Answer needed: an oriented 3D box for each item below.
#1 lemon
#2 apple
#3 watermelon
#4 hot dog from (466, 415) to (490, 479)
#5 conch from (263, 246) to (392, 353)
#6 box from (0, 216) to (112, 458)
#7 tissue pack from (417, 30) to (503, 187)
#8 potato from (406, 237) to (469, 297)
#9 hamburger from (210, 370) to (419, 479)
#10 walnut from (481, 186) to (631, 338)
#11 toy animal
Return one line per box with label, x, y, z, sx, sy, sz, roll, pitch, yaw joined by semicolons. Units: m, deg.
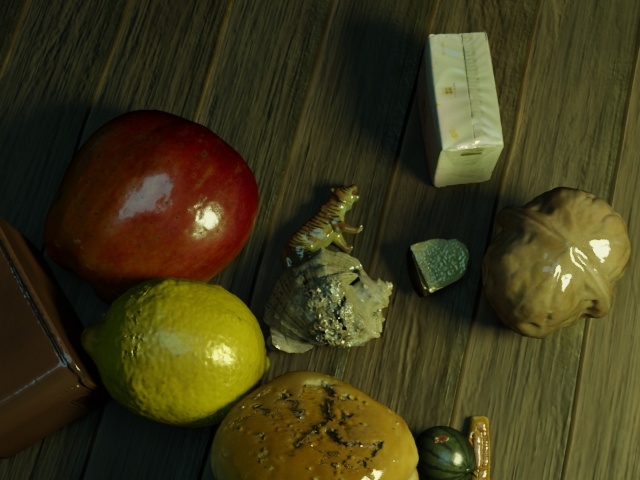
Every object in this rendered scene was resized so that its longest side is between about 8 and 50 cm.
lemon;-0.236;0.183;1.663;0.320;0.245;0.245;13;72;-16
apple;-0.314;-0.059;1.819;0.365;0.295;0.329;-49;39;-14
watermelon;0.213;0.366;1.657;0.133;0.105;0.105;24;71;46
hot dog;0.267;0.365;1.705;0.044;0.028;0.137;1;73;10
conch;0.006;0.113;1.742;0.245;0.163;0.178;-27;70;11
box;-0.536;0.171;1.689;0.229;0.239;0.339;-33;74;-6
tissue pack;0.249;-0.235;1.819;0.124;0.185;0.225;-4;72;-3
potato;0.212;0.044;1.792;0.103;0.066;0.096;-14;86;-8
hamburger;-0.011;0.347;1.554;0.304;0.174;0.284;24;44;38
walnut;0.390;0.036;1.683;0.273;0.273;0.227;-16;71;-3
toy animal;0.000;0.000;1.824;0.099;0.057;0.241;41;79;20
